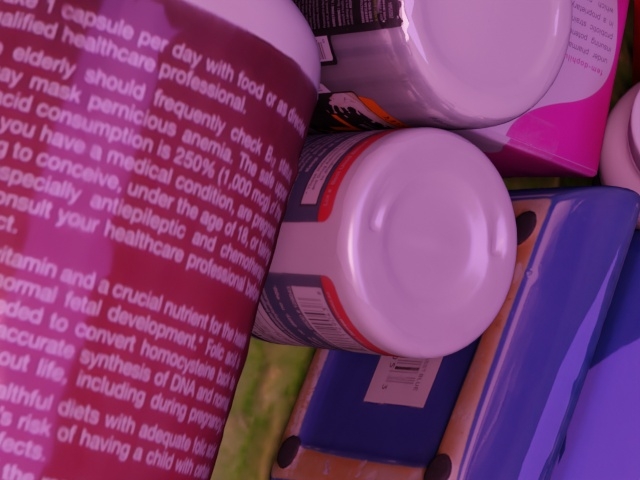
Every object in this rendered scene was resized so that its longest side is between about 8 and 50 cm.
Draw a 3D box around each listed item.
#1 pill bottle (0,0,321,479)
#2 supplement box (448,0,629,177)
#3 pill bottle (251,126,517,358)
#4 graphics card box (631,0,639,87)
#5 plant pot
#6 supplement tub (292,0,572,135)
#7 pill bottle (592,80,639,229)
[{"bbox_3d":[-0.128,-0.017,0.705,0.224,0.224,0.392,22,78,-35],"label":"pill bottle"},{"bbox_3d":[0.103,-0.153,0.942,0.111,0.114,0.220,18,79,-37],"label":"supplement box"},{"bbox_3d":[0.000,0.000,0.826,0.108,0.180,0.108,-1,92,-37],"label":"pill bottle"},{"bbox_3d":[0.283,-0.266,1.012,0.233,0.094,0.371,59,50,-70],"label":"graphics card box"},{"bbox_3d":[0.122,0.095,0.894,0.212,0.236,0.236,29,74,-27],"label":"plant pot"},{"bbox_3d":[0.023,-0.111,0.834,0.117,0.190,0.117,-1,92,-36],"label":"supplement tub"},{"bbox_3d":[0.214,-0.038,0.969,0.108,0.193,0.108,-2,75,6],"label":"pill bottle"}]
